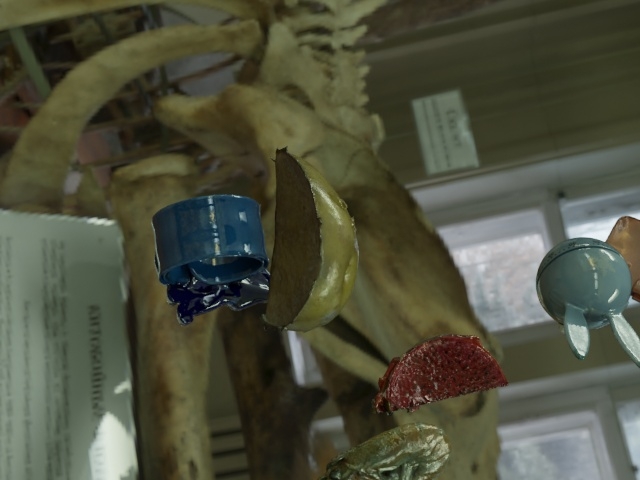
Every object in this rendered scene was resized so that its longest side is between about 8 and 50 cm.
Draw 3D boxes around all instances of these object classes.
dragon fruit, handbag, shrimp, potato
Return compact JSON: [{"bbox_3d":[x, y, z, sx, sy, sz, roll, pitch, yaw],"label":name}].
[{"bbox_3d":[0.200,0.255,1.858,0.161,0.274,0.126,133,-55,-68],"label":"dragon fruit"},{"bbox_3d":[0.656,0.055,1.909,0.157,0.212,0.059,-55,153,-20],"label":"handbag"},{"bbox_3d":[0.139,0.497,2.125,0.077,0.317,0.168,-129,-157,-68],"label":"shrimp"},{"bbox_3d":[0.000,0.000,1.261,0.138,0.098,0.243,0,-94,58],"label":"potato"}]

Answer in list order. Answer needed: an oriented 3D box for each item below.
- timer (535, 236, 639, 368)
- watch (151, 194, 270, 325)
[{"bbox_3d":[0.445,0.116,1.629,0.175,0.175,0.255,69,20,-59],"label":"timer"},{"bbox_3d":[-0.158,0.016,1.473,0.200,0.196,0.171,127,-54,-63],"label":"watch"}]
